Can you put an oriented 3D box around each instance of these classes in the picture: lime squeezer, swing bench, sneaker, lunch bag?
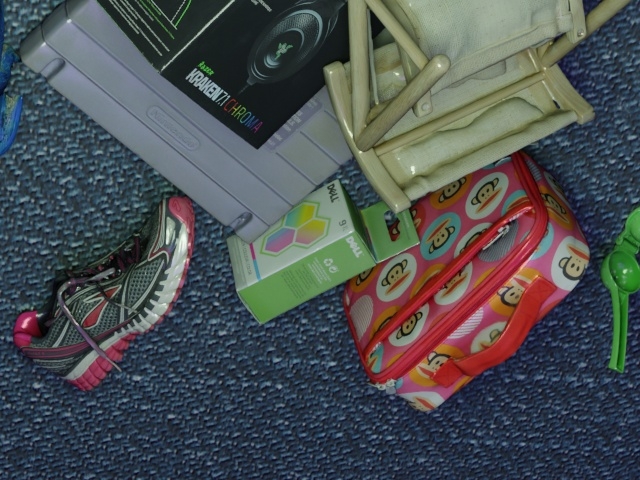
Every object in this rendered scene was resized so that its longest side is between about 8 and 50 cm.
[{"bbox_3d":[0.389,0.006,2.139,0.059,0.110,0.310,29,84,-8],"label":"lime squeezer"},{"bbox_3d":[0.152,-0.194,1.754,0.253,0.165,0.255,-26,156,-22],"label":"swing bench"},{"bbox_3d":[-0.240,0.058,2.030,0.112,0.121,0.299,29,122,-21],"label":"sneaker"},{"bbox_3d":[0.166,0.052,2.026,0.120,0.258,0.293,35,111,-29],"label":"lunch bag"}]

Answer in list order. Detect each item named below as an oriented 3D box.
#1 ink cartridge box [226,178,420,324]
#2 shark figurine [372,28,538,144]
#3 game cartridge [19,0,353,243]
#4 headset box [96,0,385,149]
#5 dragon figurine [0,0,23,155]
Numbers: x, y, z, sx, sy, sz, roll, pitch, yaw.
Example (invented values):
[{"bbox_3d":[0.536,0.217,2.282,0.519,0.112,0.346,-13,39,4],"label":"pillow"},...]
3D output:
[{"bbox_3d":[0.000,0.000,2.052,0.209,0.109,0.062,-27,125,9],"label":"ink cartridge box"},{"bbox_3d":[0.116,-0.158,1.928,0.166,0.116,0.278,-31,143,13],"label":"shark figurine"},{"bbox_3d":[-0.120,-0.173,1.946,0.230,0.068,0.355,-42,121,13],"label":"game cartridge"},{"bbox_3d":[-0.040,-0.259,1.735,0.283,0.131,0.246,-43,156,5],"label":"headset box"},{"bbox_3d":[-0.360,-0.139,1.870,0.085,0.144,0.289,12,121,-18],"label":"dragon figurine"}]
